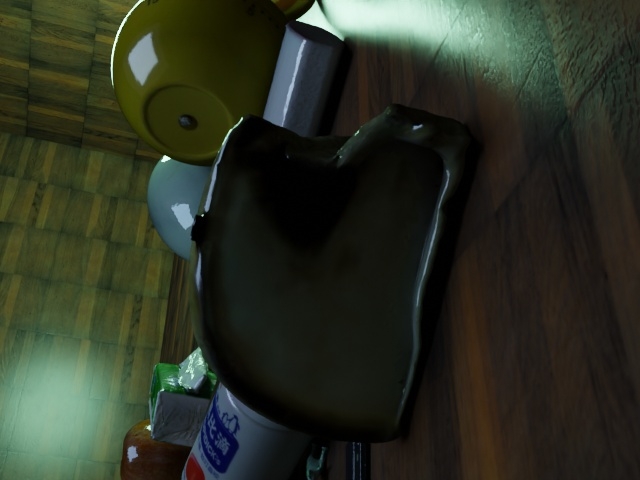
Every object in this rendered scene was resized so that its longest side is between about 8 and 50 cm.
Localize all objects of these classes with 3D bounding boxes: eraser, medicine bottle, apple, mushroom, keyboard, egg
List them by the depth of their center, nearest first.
[{"bbox_3d":[-0.009,0.004,0.741,0.212,0.218,0.292,-106,30,-69],"label":"mushroom"},{"bbox_3d":[0.034,0.265,0.794,0.053,0.010,0.155,121,156,-56],"label":"keyboard"},{"bbox_3d":[-0.064,0.204,0.973,0.130,0.130,0.341,-95,24,-48],"label":"medicine bottle"},{"bbox_3d":[-0.044,-0.194,1.282,0.174,0.095,0.270,-111,34,-64],"label":"eraser"},{"bbox_3d":[-0.225,-0.074,1.632,0.371,0.230,0.229,-126,48,-61],"label":"egg"},{"bbox_3d":[-0.352,0.485,1.812,0.188,0.174,0.188,-171,90,-78],"label":"apple"}]

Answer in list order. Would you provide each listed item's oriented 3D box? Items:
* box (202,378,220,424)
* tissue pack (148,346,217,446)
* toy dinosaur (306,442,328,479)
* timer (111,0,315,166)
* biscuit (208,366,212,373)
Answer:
[{"bbox_3d":[-0.113,0.268,1.207,0.144,0.090,0.201,-98,24,-52],"label":"box"},{"bbox_3d":[-0.257,0.302,1.629,0.209,0.148,0.156,-149,71,-76],"label":"tissue pack"},{"bbox_3d":[-0.008,0.265,0.939,0.083,0.021,0.062,91,-167,-80],"label":"toy dinosaur"},{"bbox_3d":[-0.197,-0.330,1.493,0.386,0.376,0.376,-79,9,-47],"label":"timer"},{"bbox_3d":[-0.297,0.363,1.969,0.099,0.038,0.322,-103,28,-52],"label":"biscuit"}]
